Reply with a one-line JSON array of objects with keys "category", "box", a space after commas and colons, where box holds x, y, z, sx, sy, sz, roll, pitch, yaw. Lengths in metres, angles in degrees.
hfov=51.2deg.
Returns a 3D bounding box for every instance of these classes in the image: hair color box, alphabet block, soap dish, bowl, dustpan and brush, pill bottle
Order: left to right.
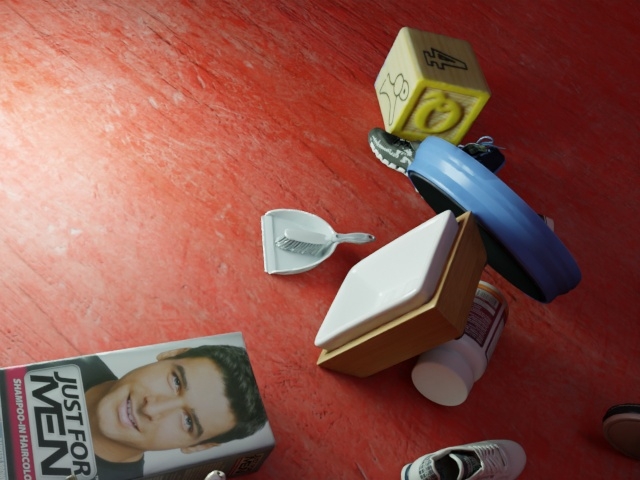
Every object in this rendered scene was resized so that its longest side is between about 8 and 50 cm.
[{"category": "hair color box", "box": [-0.270, 0.254, 0.912, 0.374, 0.114, 0.185, -5, 55, -28]}, {"category": "dustpan and brush", "box": [0.000, 0.000, 1.271, 0.211, 0.060, 0.147, 7, 51, -19]}, {"category": "soap dish", "box": [0.137, 0.097, 1.116, 0.118, 0.291, 0.229, 42, 46, -12]}, {"category": "alphabet block", "box": [0.260, -0.360, 1.593, 0.193, 0.192, 0.197, 5, 52, -17]}, {"category": "pill bottle", "box": [0.249, 0.179, 1.193, 0.121, 0.121, 0.221, 35, 47, 6]}, {"category": "bowl", "box": [0.315, -0.032, 1.264, 0.077, 0.391, 0.391, -45, 75, 2]}]

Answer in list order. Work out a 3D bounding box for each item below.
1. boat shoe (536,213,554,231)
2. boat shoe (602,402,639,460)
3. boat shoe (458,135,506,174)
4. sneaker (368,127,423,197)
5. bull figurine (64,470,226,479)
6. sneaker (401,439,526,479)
[{"category": "boat shoe", "box": [0.465, 0.018, 1.455, 0.070, 0.078, 0.219, 24, 39, -5]}, {"category": "boat shoe", "box": [0.655, 0.342, 1.234, 0.340, 0.127, 0.113, 16, 47, -13]}, {"category": "boat shoe", "box": [0.360, -0.186, 1.507, 0.089, 0.109, 0.258, 59, 24, -6]}, {"category": "sneaker", "box": [0.208, -0.190, 1.485, 0.234, 0.106, 0.078, 45, 49, 15]}, {"category": "bull figurine", "box": [-0.225, 0.371, 0.743, 0.188, 0.310, 0.101, 32, 4, 16]}, {"category": "sneaker", "box": [0.247, 0.361, 1.062, 0.235, 0.095, 0.090, -5, 54, -29]}]
